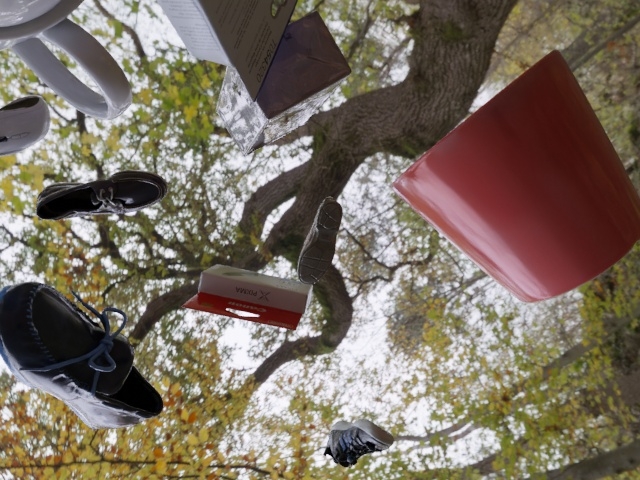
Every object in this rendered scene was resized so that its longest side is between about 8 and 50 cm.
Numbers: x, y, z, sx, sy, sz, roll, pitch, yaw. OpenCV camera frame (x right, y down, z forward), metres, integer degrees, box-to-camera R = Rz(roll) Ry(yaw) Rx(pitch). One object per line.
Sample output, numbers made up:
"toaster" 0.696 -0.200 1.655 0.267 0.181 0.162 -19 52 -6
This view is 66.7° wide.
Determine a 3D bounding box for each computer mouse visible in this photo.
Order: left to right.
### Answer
"computer mouse" -0.455 -0.153 0.697 0.042 0.106 0.193 21 -139 12

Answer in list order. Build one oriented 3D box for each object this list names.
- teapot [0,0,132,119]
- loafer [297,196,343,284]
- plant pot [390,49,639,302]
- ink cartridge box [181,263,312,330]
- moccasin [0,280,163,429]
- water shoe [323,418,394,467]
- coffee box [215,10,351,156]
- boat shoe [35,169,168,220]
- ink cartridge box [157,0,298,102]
"teapot" -0.210 -0.201 0.267 0.187 0.253 0.256 32 -157 14
"loafer" 0.000 0.000 0.667 0.045 0.125 0.039 16 -161 -11
"plant pot" 0.274 -0.068 0.661 0.243 0.275 0.275 50 -130 1
"ink cartridge box" -0.181 0.143 1.300 0.296 0.066 0.261 11 -172 4
"moccasin" -0.317 0.163 0.692 0.116 0.342 0.138 -5 -126 3
"water shoe" 0.069 0.382 0.897 0.072 0.203 0.080 33 -118 -6
"coffee box" -0.083 -0.268 0.893 0.168 0.297 0.119 -33 -83 -14
"boat shoe" -0.354 -0.065 0.789 0.205 0.075 0.065 -7 -151 -5
"ink cartridge box" -0.105 -0.394 0.567 0.071 0.330 0.324 12 -110 16
